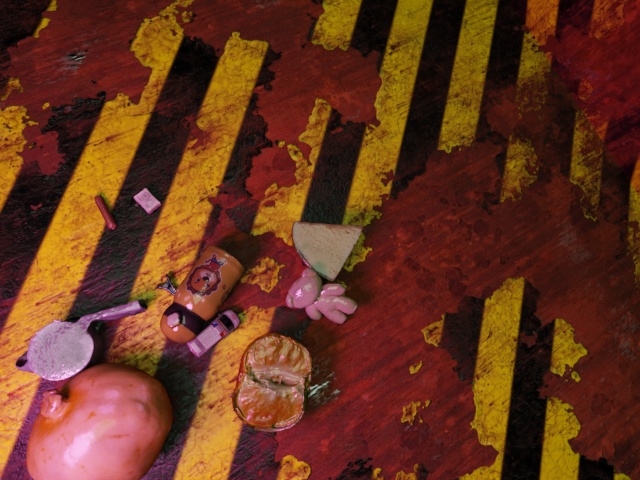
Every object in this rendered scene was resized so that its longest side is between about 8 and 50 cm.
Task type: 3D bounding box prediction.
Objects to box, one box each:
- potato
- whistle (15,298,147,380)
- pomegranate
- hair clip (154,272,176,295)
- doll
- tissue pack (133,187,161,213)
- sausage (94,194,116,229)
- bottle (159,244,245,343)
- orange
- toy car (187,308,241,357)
[{"bbox_3d":[0.000,0.000,1.693,0.255,0.112,0.269,31,75,-2],"label":"potato"},{"bbox_3d":[-0.800,0.314,1.423,0.188,0.168,0.404,42,68,-2],"label":"whistle"},{"bbox_3d":[-0.679,0.569,1.278,0.413,0.411,0.410,3,77,-12],"label":"pomegranate"},{"bbox_3d":[-0.507,0.217,1.578,0.230,0.039,0.070,36,71,-7],"label":"hair clip"},{"bbox_3d":[0.005,0.229,1.636,0.278,0.149,0.175,33,83,-17],"label":"doll"},{"bbox_3d":[-0.669,-0.153,1.619,0.083,0.042,0.062,45,74,1],"label":"tissue pack"},{"bbox_3d":[-0.815,-0.107,1.584,0.030,0.035,0.146,-26,82,-37],"label":"sausage"},{"bbox_3d":[-0.429,0.201,1.496,0.172,0.171,0.351,31,64,-4],"label":"bottle"},{"bbox_3d":[-0.165,0.506,1.500,0.263,0.196,0.333,4,72,4],"label":"orange"},{"bbox_3d":[-0.388,0.336,1.534,0.210,0.108,0.089,-38,88,-18],"label":"toy car"}]
